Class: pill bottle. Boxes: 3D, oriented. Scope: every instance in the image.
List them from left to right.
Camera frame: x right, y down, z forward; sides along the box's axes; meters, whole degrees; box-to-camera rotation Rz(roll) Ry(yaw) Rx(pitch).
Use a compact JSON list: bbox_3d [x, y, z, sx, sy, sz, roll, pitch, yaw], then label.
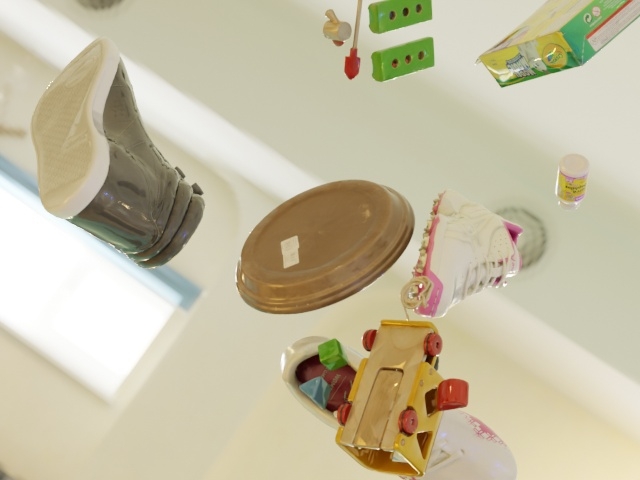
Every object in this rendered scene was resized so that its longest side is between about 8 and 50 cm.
[{"bbox_3d":[0.357,-0.081,2.149,0.043,0.043,0.083,31,-33,26],"label":"pill bottle"}]

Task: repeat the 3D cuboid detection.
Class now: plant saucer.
[{"bbox_3d":[0.000,0.000,2.151,0.278,0.278,0.041,24,-32,51],"label":"plant saucer"}]

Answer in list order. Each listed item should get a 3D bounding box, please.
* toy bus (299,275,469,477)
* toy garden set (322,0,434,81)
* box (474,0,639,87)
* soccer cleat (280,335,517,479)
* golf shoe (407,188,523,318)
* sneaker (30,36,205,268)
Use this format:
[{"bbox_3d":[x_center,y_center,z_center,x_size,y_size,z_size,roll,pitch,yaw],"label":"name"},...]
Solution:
[{"bbox_3d":[0.099,0.178,1.777,0.104,0.202,0.191,47,10,-44],"label":"toy bus"},{"bbox_3d":[0.064,-0.339,2.070,0.049,0.204,0.244,16,-62,45],"label":"toy garden set"},{"bbox_3d":[0.214,-0.188,1.354,0.043,0.105,0.179,53,-15,-12],"label":"box"},{"bbox_3d":[0.090,0.231,1.877,0.331,0.116,0.143,30,3,7],"label":"soccer cleat"},{"bbox_3d":[0.196,0.022,1.992,0.140,0.115,0.306,17,26,6],"label":"golf shoe"},{"bbox_3d":[-0.187,-0.078,1.433,0.147,0.104,0.296,40,20,-30],"label":"sneaker"}]
